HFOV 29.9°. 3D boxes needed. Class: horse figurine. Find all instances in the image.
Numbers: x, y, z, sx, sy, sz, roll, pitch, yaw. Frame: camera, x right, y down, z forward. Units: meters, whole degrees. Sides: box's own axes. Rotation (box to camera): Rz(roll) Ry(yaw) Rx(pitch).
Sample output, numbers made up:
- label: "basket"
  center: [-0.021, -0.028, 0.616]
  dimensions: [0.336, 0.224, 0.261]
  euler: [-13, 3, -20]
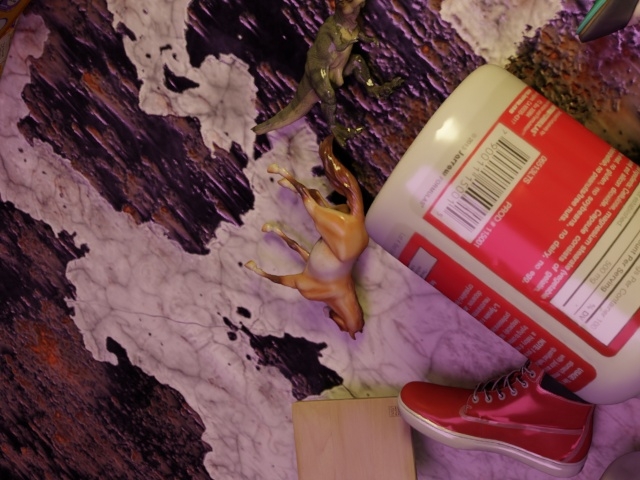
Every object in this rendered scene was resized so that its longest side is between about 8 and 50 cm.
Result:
- label: "horse figurine"
  center: [0.000, 0.000, 1.498]
  dimensions: [0.174, 0.066, 0.263]
  euler: [33, 132, 17]

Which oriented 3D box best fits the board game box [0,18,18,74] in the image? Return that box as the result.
- label: "board game box"
  center: [-0.503, -0.276, 1.647]
  dimensions: [0.147, 0.045, 0.193]
  euler: [36, 130, 7]

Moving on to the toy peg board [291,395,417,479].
- label: "toy peg board"
  center: [0.055, 0.289, 1.619]
  dimensions: [0.161, 0.079, 0.161]
  euler: [-5, 91, 16]

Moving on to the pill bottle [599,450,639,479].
- label: "pill bottle"
  center: [0.371, 0.405, 1.456]
  dimensions: [0.160, 0.160, 0.283]
  euler: [27, 129, 14]

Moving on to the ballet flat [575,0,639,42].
- label: "ballet flat"
  center: [0.319, -0.259, 1.143]
  dimensions: [0.074, 0.074, 0.203]
  euler: [34, 128, 9]

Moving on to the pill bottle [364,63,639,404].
- label: "pill bottle"
  center: [0.268, 0.021, 1.240]
  dimensions: [0.408, 0.229, 0.229]
  euler: [38, 130, 6]

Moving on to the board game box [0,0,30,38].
- label: "board game box"
  center: [-0.548, -0.376, 1.372]
  dimensions: [0.356, 0.356, 0.356]
  euler: [48, 121, -1]

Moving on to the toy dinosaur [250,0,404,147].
- label: "toy dinosaur"
  center: [0.018, -0.182, 1.382]
  dimensions: [0.118, 0.064, 0.268]
  euler: [44, 133, 10]

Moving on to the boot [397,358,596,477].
- label: "boot"
  center: [0.219, 0.176, 1.462]
  dimensions: [0.244, 0.088, 0.176]
  euler: [14, 124, 14]
